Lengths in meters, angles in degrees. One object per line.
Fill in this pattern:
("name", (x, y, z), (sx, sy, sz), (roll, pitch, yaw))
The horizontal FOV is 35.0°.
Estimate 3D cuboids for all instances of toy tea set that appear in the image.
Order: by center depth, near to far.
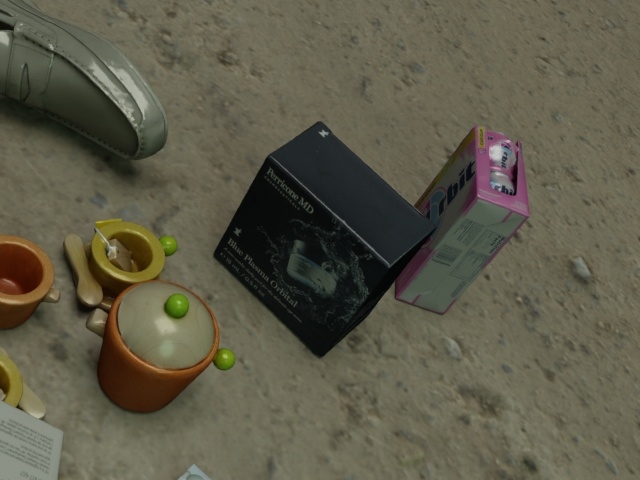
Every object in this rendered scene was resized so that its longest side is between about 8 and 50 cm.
("toy tea set", (-0.234, 0.056, 0.823), (0.336, 0.124, 0.200), (-10, 58, -37))

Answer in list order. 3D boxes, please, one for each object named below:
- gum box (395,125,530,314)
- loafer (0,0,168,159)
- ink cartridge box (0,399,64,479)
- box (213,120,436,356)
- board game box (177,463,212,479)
("gum box", (0.148, -0.022, 1.074), (0.062, 0.188, 0.107), (19, 46, -15))
("loafer", (-0.293, -0.176, 1.013), (0.319, 0.112, 0.111), (35, 48, 12))
("ink cartridge box", (-0.253, 0.200, 0.647), (0.148, 0.086, 0.203), (46, 36, -49))
("box", (0.000, 0.000, 0.989), (0.156, 0.158, 0.093), (43, 44, 10))
("board game box", (-0.098, 0.241, 0.818), (0.090, 0.020, 0.090), (40, 43, 7))
